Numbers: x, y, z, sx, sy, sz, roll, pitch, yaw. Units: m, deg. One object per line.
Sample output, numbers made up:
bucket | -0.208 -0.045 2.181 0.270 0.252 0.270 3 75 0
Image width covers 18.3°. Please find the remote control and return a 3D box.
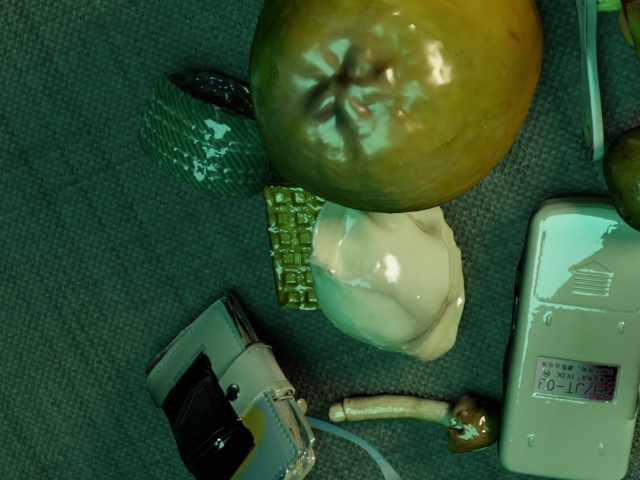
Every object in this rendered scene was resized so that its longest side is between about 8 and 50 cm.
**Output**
remote control | 0.256 0.099 1.979 0.140 0.056 0.296 6 110 1

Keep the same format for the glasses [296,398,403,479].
glasses | 0.014 0.281 2.057 0.220 0.088 0.190 21 128 59

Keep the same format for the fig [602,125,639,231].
fig | 0.357 -0.060 1.870 0.177 0.117 0.117 -3 112 -1

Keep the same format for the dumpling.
dumpling | 0.074 0.021 1.966 0.216 0.166 0.126 33 161 -14

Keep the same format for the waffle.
waffle | 0.000 0.000 2.036 0.102 0.042 0.148 -1 112 16

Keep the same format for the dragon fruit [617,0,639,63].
dragon fruit | 0.360 -0.229 1.739 0.224 0.224 0.227 -5 138 19

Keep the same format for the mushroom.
mushroom | 0.101 0.188 2.081 0.187 0.060 0.061 5 128 24

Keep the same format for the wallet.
wallet | -0.098 0.182 2.067 0.170 0.069 0.231 -49 56 31

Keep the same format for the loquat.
loquat | 0.071 -0.161 1.814 0.276 0.284 0.276 6 109 19

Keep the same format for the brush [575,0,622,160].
brush | 0.267 -0.216 1.861 0.060 0.068 0.297 -8 115 -3

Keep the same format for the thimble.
thimble | -0.106 -0.108 1.982 0.135 0.118 0.090 30 114 22
